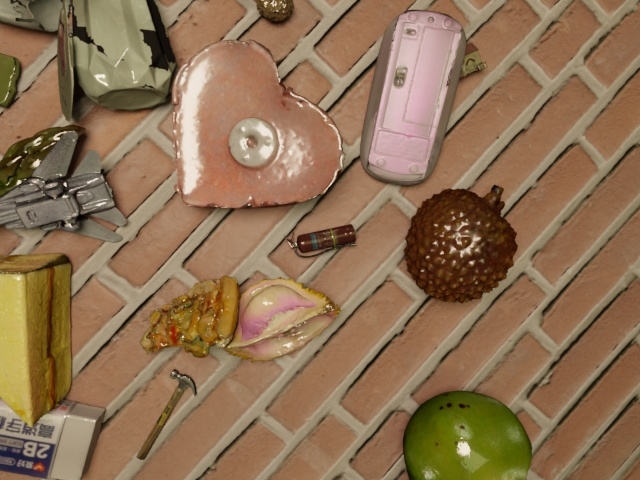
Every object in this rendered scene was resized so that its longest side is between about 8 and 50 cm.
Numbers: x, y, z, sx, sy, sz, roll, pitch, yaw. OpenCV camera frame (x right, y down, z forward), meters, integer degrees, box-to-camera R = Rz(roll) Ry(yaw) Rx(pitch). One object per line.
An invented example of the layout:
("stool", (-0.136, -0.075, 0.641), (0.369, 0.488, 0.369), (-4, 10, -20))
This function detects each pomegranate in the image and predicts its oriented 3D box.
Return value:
("pomegranate", (0.277, 0.415, 0.797), (0.236, 0.301, 0.235), (-6, 119, -12))

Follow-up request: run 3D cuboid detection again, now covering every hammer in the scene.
("hammer", (-0.294, 0.336, 0.856), (0.062, 0.017, 0.181), (29, 91, -8))

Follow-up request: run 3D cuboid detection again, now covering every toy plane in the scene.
("toy plane", (-0.480, -0.051, 0.743), (0.268, 0.088, 0.212), (-20, 122, -18))

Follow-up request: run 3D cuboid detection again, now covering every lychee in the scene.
("lychee", (0.259, 0.001, 0.827), (0.200, 0.200, 0.238), (34, 101, -8))

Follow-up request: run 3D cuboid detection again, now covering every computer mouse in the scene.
("computer mouse", (0.169, -0.260, 0.844), (0.159, 0.072, 0.309), (12, 104, 4))

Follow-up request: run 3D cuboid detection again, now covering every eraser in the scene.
("eraser", (-0.512, 0.343, 0.801), (0.210, 0.068, 0.124), (16, 90, -9))

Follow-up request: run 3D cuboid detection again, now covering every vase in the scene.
("vase", (-0.342, -0.410, 0.747), (0.165, 0.165, 0.359), (-10, 90, -7))

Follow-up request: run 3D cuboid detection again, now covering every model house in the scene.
("model house", (0.271, -0.346, 0.876), (0.084, 0.057, 0.058), (-23, 100, -4))

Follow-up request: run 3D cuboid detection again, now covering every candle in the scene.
("candle", (-0.126, -0.164, 0.801), (0.317, 0.131, 0.287), (41, 94, 2))

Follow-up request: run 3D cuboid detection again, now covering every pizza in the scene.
("pizza", (-0.231, 0.128, 0.787), (0.069, 0.227, 0.147), (46, 49, -43))

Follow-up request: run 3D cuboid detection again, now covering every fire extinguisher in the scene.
("fire extinguisher", (0.000, 0.000, 0.867), (0.132, 0.039, 0.056), (-13, 86, -7))

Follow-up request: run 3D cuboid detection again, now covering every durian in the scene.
("durian", (-0.073, 0.150, 0.819), (0.165, 0.132, 0.182), (40, 84, -16))

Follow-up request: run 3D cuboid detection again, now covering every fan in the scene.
("fan", (-0.402, -0.343, 0.704), (0.010, 0.182, 0.309), (-5, 122, -36))

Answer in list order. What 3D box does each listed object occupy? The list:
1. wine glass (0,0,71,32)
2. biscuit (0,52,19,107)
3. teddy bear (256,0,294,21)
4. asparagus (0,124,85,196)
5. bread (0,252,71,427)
("wine glass", (-0.583, -0.438, 0.718), (0.322, 0.143, 0.143), (13, 91, -10))
("biscuit", (-0.683, -0.304, 0.758), (0.323, 0.038, 0.099), (12, 88, -7))
("teddy bear", (-0.080, -0.535, 0.789), (0.129, 0.182, 0.251), (30, 90, 28))
("asparagus", (-0.525, -0.117, 0.773), (0.287, 0.080, 0.080), (-34, 97, 1))
("bread", (-0.524, 0.156, 0.740), (0.163, 0.168, 0.263), (1, 94, -6))
